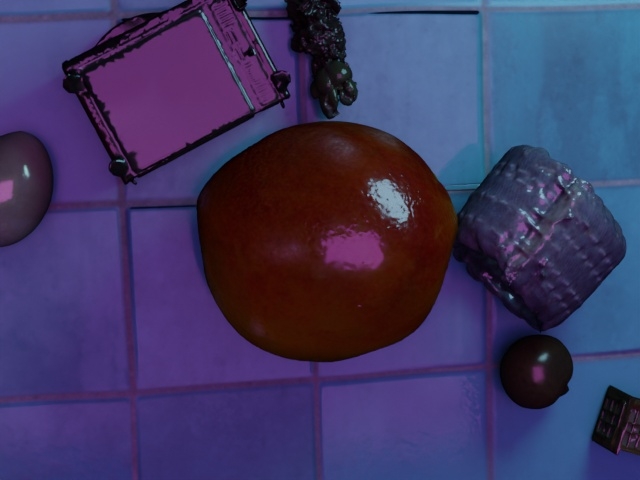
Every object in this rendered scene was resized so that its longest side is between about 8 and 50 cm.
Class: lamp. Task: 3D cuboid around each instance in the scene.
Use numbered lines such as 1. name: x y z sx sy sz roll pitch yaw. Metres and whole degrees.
1. lamp: 0.557 0.296 1.706 0.325 0.089 0.090 16 92 -10

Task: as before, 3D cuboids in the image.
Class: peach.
1. peach: 0.000 0.000 1.501 0.332 0.308 0.308 11 93 8

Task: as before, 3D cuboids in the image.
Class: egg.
1. egg: -0.397 -0.065 1.509 0.114 0.114 0.152 20 89 -10

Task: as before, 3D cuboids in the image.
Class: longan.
1. longan: 0.302 0.182 1.655 0.113 0.092 0.113 2 86 -30

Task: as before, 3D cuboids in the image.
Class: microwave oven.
1. microwave oven: -0.186 -0.202 1.502 0.247 0.178 0.188 -28 101 -6

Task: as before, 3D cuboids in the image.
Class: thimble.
1. thimble: 0.280 0.001 1.564 0.205 0.236 0.172 39 84 14

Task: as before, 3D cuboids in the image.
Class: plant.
1. plant: 0.005 -0.249 1.582 0.085 0.087 0.174 -16 92 22
